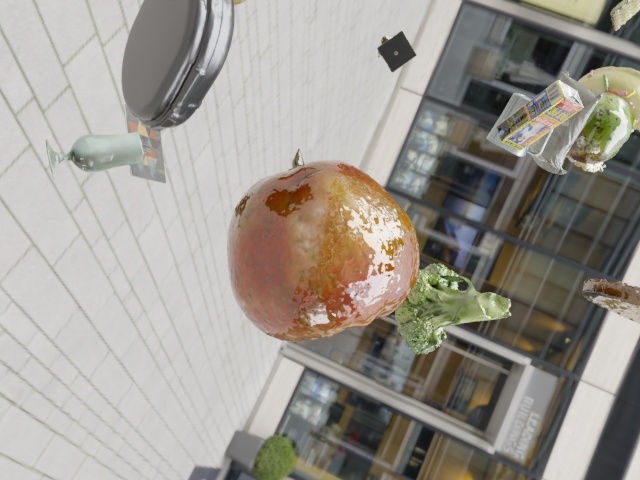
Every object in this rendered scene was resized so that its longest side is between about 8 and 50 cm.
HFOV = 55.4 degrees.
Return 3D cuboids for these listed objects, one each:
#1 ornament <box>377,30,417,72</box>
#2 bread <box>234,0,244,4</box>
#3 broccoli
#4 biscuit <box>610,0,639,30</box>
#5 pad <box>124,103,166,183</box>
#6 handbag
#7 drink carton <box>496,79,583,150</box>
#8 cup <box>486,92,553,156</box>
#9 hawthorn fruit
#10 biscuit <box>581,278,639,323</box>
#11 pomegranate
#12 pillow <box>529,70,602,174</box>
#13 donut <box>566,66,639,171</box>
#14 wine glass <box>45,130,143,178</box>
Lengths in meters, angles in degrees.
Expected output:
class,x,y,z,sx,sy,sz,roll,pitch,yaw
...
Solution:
class,x,y,z,sx,sy,sz,roll,pitch,yaw
ornament,0.194,-0.536,1.713,0.081,0.088,0.203,-34,-157,7
bread,-0.267,-0.626,1.524,0.213,0.213,0.105,-50,136,-60
broccoli,0.300,0.173,1.610,0.254,0.186,0.302,-41,-169,-9
biscuit,0.665,-0.510,1.182,0.231,0.016,0.139,-42,164,24
pad,-0.499,-0.273,1.739,0.143,0.003,0.211,10,69,-62
handbag,-0.256,-0.340,1.083,0.093,0.254,0.308,7,136,-41
drink carton,0.464,-0.264,1.301,0.165,0.071,0.056,-37,-134,44
cup,0.480,-0.263,1.440,0.095,0.128,0.129,-22,142,-58
hawthorn fruit,0.000,0.000,1.275,0.403,0.403,0.403,23,90,-80
biscuit,0.615,0.136,1.058,0.318,0.318,0.040,28,85,-80
pomegranate,0.790,-0.345,1.822,0.214,0.248,0.214,-54,163,-26
pillow,0.624,-0.306,1.606,0.169,0.059,0.255,-112,-153,-45
donut,0.935,-0.409,2.016,0.150,0.307,0.371,-25,172,-30
wine glass,-0.582,-0.227,1.588,0.103,0.231,0.103,169,-90,-70
